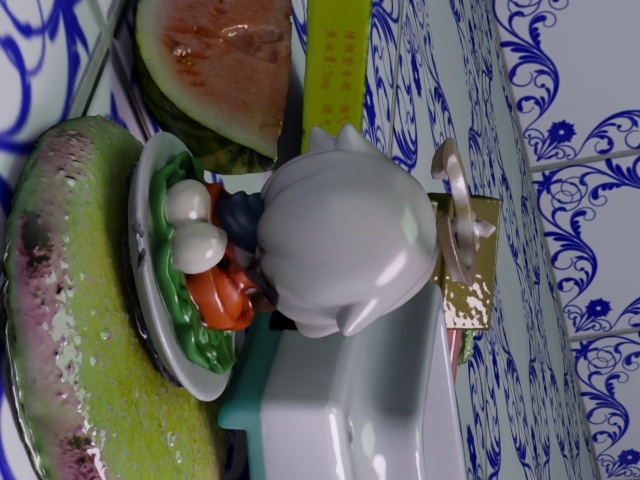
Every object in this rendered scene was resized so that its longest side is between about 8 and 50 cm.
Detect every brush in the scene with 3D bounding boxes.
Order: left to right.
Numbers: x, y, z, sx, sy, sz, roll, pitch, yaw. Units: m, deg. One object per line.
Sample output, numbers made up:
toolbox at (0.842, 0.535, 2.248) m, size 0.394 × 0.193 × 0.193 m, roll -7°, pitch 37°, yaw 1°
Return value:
brush at (0.075, 0.081, 1.096) m, size 0.047 × 0.103 × 0.233 m, roll -162°, pitch -106°, yaw -65°

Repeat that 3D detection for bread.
bread at (-0.085, 0.051, 0.684) m, size 0.228 × 0.033 × 0.229 m, roll -8°, pitch 90°, yaw -78°

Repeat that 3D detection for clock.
clock at (0.025, 0.126, 0.853) m, size 0.262 × 0.116 × 0.231 m, roll -74°, pitch 162°, yaw -64°

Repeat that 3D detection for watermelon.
watermelon at (-0.065, -0.093, 0.807) m, size 0.069 × 0.087 × 0.163 m, roll 112°, pitch -14°, yaw -47°

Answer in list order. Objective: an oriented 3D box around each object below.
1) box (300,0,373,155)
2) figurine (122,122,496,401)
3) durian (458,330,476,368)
box at (0.013, -0.166, 1.018) m, size 0.335 × 0.047 × 0.187 m, roll 93°, pitch 1°, yaw -45°
figurine at (0.000, 0.000, 0.671) m, size 0.132 × 0.153 × 0.132 m, roll -11°, pitch 90°, yaw -78°
durian at (0.064, 0.090, 1.142) m, size 0.086 × 0.100 × 0.215 m, roll 17°, pitch 89°, yaw -77°
